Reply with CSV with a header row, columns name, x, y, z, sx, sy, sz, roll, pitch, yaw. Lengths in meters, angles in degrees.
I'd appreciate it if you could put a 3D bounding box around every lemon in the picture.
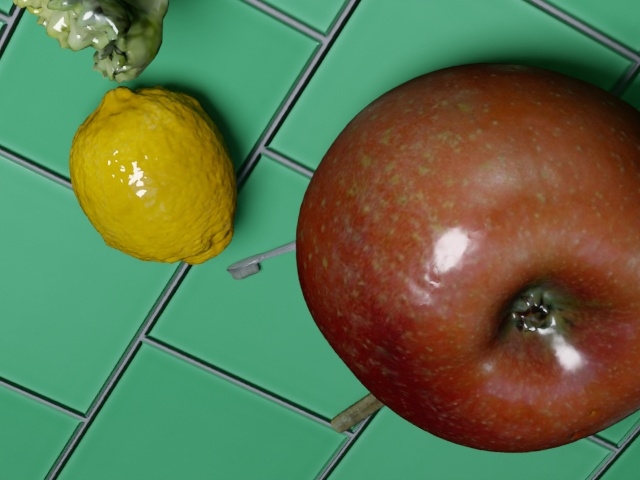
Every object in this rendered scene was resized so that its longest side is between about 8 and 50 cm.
name,x,y,z,sx,sy,sz,roll,pitch,yaw
lemon,-0.144,-0.053,1.296,0.142,0.142,0.187,-24,120,15

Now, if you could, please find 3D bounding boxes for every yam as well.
name,x,y,z,sx,sy,sz,roll,pitch,yaw
yam,0.058,0.162,1.496,0.116,0.021,0.021,-36,115,23

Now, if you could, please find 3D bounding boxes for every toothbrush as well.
name,x,y,z,sx,sy,sz,roll,pitch,yaw
toothbrush,-0.001,-0.002,1.398,0.194,0.014,0.017,-22,119,14

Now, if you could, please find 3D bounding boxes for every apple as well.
name,x,y,z,sx,sy,sz,roll,pitch,yaw
apple,0.155,0.016,1.245,0.348,0.277,0.348,-3,118,-5

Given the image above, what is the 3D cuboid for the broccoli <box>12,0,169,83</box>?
name,x,y,z,sx,sy,sz,roll,pitch,yaw
broccoli,-0.201,-0.296,1.058,0.348,0.281,0.293,24,122,-24
